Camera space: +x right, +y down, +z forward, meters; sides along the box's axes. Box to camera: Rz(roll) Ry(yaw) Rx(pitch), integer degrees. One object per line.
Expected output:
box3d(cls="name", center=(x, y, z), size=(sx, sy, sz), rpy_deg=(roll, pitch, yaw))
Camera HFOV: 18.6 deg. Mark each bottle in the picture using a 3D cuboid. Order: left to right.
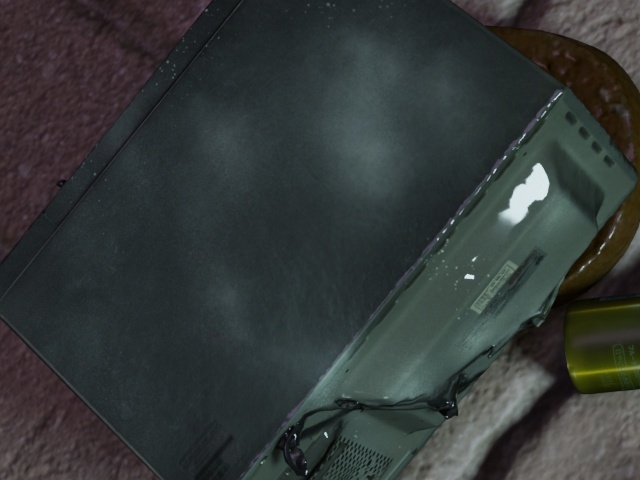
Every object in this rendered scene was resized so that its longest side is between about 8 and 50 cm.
box3d(cls="bottle", center=(0.347, 0.073, 1.601), size=(0.286, 0.082, 0.082), rpy_deg=(-8, 68, 20))

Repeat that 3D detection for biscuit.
box3d(cls="biscuit", center=(0.114, -0.042, 1.755), size=(0.367, 0.063, 0.314), rpy_deg=(4, 77, 25))

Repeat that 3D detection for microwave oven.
box3d(cls="microwave oven", center=(0.000, 0.000, 1.625), size=(0.374, 0.236, 0.432), rpy_deg=(42, 94, 30))
